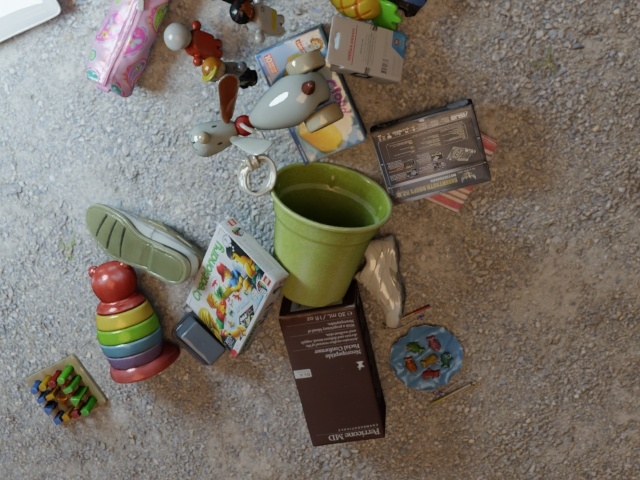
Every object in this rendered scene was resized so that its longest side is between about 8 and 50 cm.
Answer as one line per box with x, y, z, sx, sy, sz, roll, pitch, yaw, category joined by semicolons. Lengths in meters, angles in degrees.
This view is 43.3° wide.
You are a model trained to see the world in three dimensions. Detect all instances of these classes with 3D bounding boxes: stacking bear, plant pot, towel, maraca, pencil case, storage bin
-0.476;0.186;1.968;0.176;0.164;0.288;-12;105;9;stacking bear
0.000;0.000;1.817;0.276;0.276;0.253;13;123;-1;plant pot
0.295;-0.171;1.835;0.144;0.029;0.197;25;114;-5;towel
0.089;-0.503;1.674;0.186;0.127;0.099;36;78;-5;maraca
-0.410;-0.454;1.730;0.124;0.124;0.284;28;111;-6;pencil case
-0.290;0.245;1.993;0.135;0.091;0.098;45;80;-13;storage bin

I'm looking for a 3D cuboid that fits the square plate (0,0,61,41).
-0.783;-0.584;1.746;0.347;0.049;0.344;-22;107;12;square plate

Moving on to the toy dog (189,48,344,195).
-0.107;-0.257;1.631;0.334;0.161;0.220;-44;89;5;toy dog

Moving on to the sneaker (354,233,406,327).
0.141;0.100;1.928;0.115;0.090;0.232;-5;102;14;sneaker

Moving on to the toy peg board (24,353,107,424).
-0.675;0.407;2.104;0.161;0.079;0.161;-27;106;13;toy peg board

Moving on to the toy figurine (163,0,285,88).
-0.201;-0.436;1.662;0.209;0.148;0.213;49;115;32;toy figurine

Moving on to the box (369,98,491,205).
0.244;-0.193;1.783;0.231;0.056;0.183;-15;112;12;box

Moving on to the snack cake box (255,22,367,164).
-0.016;-0.320;1.767;0.152;0.089;0.264;-21;108;13;snack cake box

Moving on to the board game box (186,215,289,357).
-0.199;0.113;1.869;0.193;0.053;0.305;45;135;17;board game box

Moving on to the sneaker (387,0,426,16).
0.151;-0.529;1.689;0.152;0.058;0.084;32;102;-15;sneaker

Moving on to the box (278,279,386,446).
0.033;0.305;1.973;0.191;0.143;0.381;-10;114;9;box

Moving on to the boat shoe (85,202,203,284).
-0.419;0.003;1.915;0.302;0.103;0.113;32;116;12;boat shoe

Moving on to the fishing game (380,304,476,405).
0.263;0.297;2.011;0.189;0.041;0.264;-25;107;11;fishing game

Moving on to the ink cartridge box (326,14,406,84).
0.085;-0.398;1.691;0.180;0.060;0.104;8;90;-27;ink cartridge box
